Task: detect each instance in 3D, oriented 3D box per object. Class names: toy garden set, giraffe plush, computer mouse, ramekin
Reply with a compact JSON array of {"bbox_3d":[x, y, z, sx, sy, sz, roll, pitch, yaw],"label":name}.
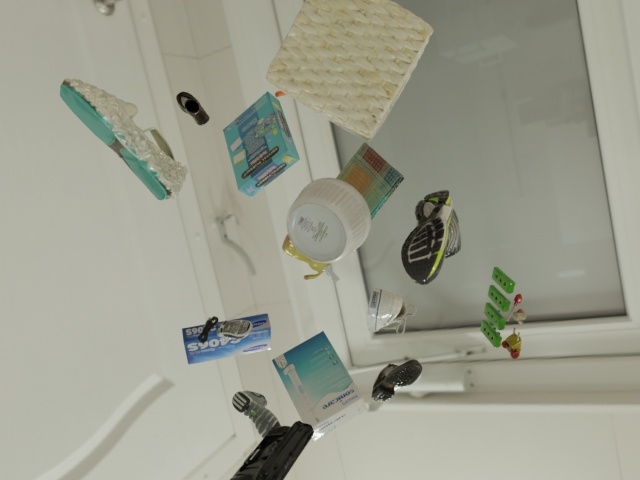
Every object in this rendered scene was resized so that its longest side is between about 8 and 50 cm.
[{"bbox_3d":[0.605,0.239,1.810,0.049,0.244,0.204,-1,-156,-13],"label":"toy garden set"},{"bbox_3d":[0.000,0.000,1.669,0.181,0.210,0.170,-21,-157,15],"label":"giraffe plush"},{"bbox_3d":[-0.316,0.308,1.914,0.192,0.042,0.106,0,-137,22],"label":"computer mouse"},{"bbox_3d":[0.013,-0.041,1.401,0.207,0.207,0.109,-8,-157,32],"label":"ramekin"}]

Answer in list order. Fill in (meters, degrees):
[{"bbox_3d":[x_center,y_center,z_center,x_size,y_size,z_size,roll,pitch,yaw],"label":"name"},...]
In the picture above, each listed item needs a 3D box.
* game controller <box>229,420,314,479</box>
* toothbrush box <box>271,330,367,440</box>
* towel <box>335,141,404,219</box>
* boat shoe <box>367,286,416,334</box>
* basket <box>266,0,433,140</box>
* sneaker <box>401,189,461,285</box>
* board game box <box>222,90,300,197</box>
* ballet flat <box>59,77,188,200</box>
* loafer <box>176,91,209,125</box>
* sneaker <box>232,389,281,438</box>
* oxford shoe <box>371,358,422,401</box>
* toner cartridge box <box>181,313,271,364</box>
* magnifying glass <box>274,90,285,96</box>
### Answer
[{"bbox_3d":[-0.137,0.618,1.603,0.166,0.067,0.319,-26,-178,23],"label":"game controller"},{"bbox_3d":[-0.005,0.502,1.955,0.216,0.126,0.295,-29,-127,-8],"label":"toothbrush box"},{"bbox_3d":[0.133,-0.175,2.212,0.040,0.370,0.271,18,-155,-49],"label":"towel"},{"bbox_3d":[0.247,0.244,1.932,0.156,0.136,0.367,10,162,9],"label":"boat shoe"},{"bbox_3d":[0.072,-0.472,1.450,0.331,0.328,0.266,30,-168,-1],"label":"basket"},{"bbox_3d":[0.273,0.005,1.290,0.111,0.121,0.300,-21,-154,37],"label":"sneaker"},{"bbox_3d":[-0.234,-0.371,2.161,0.253,0.336,0.079,-35,143,22],"label":"board game box"},{"bbox_3d":[-0.521,-0.288,1.536,0.147,0.409,0.147,-31,-156,16],"label":"ballet flat"},{"bbox_3d":[-0.544,-0.574,2.374,0.080,0.220,0.078,-41,150,-10],"label":"loafer"},{"bbox_3d":[-0.195,0.600,1.960,0.086,0.228,0.132,-50,167,9],"label":"sneaker"},{"bbox_3d":[0.238,0.425,1.798,0.227,0.082,0.096,-44,-155,39],"label":"oxford shoe"},{"bbox_3d":[-0.377,0.401,2.288,0.347,0.165,0.075,-9,-132,-12],"label":"toner cartridge box"},{"bbox_3d":[-0.103,-0.657,2.432,0.231,0.026,0.092,-30,-177,-37],"label":"magnifying glass"}]
